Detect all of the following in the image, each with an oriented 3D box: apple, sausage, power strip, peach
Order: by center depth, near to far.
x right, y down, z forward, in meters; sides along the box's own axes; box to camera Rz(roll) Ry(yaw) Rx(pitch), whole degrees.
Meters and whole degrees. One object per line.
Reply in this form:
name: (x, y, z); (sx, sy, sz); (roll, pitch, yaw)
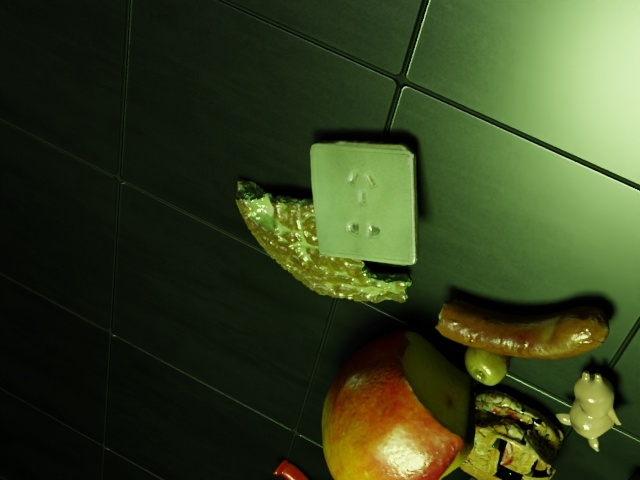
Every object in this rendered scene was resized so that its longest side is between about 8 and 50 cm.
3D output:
power strip: (0.082, -0.070, 1.698); (0.198, 0.064, 0.213); (7, 110, 29)
sausage: (0.346, 0.154, 1.716); (0.302, 0.076, 0.103); (2, 128, 31)
apple: (0.300, 0.218, 1.805); (0.084, 0.071, 0.084); (17, 133, 20)
peach: (0.129, 0.339, 1.864); (0.242, 0.306, 0.380); (35, 143, -9)

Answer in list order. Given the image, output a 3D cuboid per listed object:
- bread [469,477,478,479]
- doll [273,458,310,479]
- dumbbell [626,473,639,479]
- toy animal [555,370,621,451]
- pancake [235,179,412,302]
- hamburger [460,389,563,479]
bread: (0.342, 0.574, 2.042); (0.141, 0.134, 0.148); (20, 145, 17)
doll: (0.034, 0.675, 2.363); (0.384, 0.099, 0.188); (33, 137, 8)
dumbbell: (0.610, 0.452, 1.788); (0.099, 0.099, 0.208); (42, 138, -5)
toy animal: (0.471, 0.287, 1.749); (0.089, 0.083, 0.150); (-9, 121, -13)
pancake: (0.002, -0.002, 1.824); (0.376, 0.054, 0.197); (35, 133, 0)
hamburger: (0.344, 0.389, 1.905); (0.231, 0.107, 0.231); (17, 141, 15)
